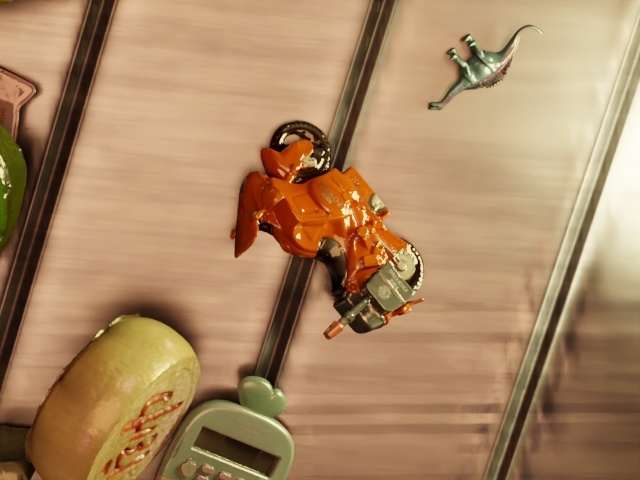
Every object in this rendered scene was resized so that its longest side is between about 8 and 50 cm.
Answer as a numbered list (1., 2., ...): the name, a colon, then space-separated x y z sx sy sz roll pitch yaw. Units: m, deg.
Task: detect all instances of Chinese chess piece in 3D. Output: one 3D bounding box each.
1. Chinese chess piece: -0.282 0.232 1.777 0.112 0.270 0.270 33 94 15

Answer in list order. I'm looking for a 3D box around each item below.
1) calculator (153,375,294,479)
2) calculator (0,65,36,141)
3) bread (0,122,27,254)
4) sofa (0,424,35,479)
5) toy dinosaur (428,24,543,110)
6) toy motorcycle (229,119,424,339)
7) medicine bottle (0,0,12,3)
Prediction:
1. calculator: -0.142 0.337 1.898 0.185 0.041 0.299 25 94 -20
2. calculator: -0.555 -0.173 1.818 0.294 0.043 0.194 11 97 -3
3. bread: -0.599 -0.087 1.745 0.366 0.129 0.382 -25 106 14
4. sofa: -0.494 0.235 1.789 0.176 0.210 0.225 -10 97 -2
5. toy dinosaur: 0.231 -0.257 1.869 0.197 0.045 0.080 -36 112 8
6. toy motorcycle: 0.000 0.000 1.837 0.221 0.148 0.325 -40 93 -22
7. medicine bottle: -0.379 -0.442 1.698 0.232 0.238 0.238 -11 98 -5
